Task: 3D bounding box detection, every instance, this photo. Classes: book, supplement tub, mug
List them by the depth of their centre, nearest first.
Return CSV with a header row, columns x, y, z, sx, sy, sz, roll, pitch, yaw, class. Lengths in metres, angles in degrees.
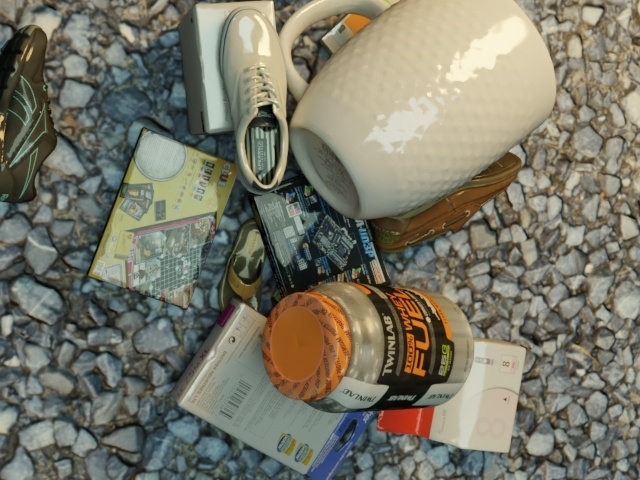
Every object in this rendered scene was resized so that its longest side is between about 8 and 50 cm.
x,y,z,sx,sy,sz,roll,pitch,yaw,class
0.098,-0.224,1.332,0.328,0.276,0.374,-37,72,-18,mug
0.074,0.163,1.374,0.316,0.193,0.194,7,93,-47,supplement tub
0.080,-0.340,1.481,0.144,0.035,0.096,-44,107,-8,book

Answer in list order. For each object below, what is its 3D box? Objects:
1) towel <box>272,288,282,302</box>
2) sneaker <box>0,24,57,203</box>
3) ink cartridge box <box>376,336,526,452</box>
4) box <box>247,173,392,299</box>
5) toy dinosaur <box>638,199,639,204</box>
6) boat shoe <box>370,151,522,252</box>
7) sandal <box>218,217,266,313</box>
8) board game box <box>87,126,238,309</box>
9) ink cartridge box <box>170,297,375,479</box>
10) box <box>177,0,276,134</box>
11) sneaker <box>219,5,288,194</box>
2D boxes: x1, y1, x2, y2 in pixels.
x,y,z,sx,sy,sz,roll,pitch,yaw,class
0.009,0.072,1.498,0.113,0.023,0.152,43,83,-14,towel
-0.442,-0.183,1.332,0.106,0.101,0.267,17,89,-38,sneaker
0.228,0.259,1.557,0.232,0.066,0.189,9,92,-20,ink cartridge box
0.000,0.000,1.448,0.175,0.051,0.220,-22,101,-15,box
0.648,-0.052,1.642,0.112,0.064,0.212,-12,98,-15,toy dinosaur
0.204,-0.071,1.493,0.307,0.110,0.104,-20,128,-29,boat shoe
-0.118,0.053,1.448,0.072,0.049,0.180,13,91,-16,sandal
-0.244,-0.033,1.410,0.165,0.042,0.243,21,88,-16,board game box
-0.064,0.248,1.457,0.311,0.065,0.186,35,85,-22,ink cartridge box
-0.137,-0.252,1.351,0.119,0.182,0.181,-7,97,-16,box
-0.079,-0.190,1.229,0.094,0.091,0.258,-10,100,-15,sneaker
